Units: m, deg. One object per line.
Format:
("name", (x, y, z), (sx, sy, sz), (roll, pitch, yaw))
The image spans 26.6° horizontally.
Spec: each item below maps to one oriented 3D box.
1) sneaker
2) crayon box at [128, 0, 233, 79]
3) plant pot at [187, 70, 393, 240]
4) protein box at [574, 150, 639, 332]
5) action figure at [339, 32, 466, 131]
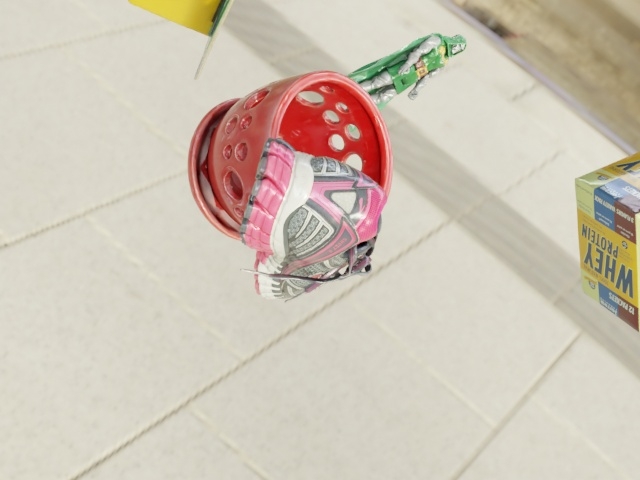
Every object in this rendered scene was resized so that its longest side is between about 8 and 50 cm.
("sneaker", (0.000, 0.000, 1.233), (0.112, 0.120, 0.299), (16, -8, 6))
("crayon box", (-0.071, -0.320, 1.127), (0.083, 0.203, 0.323), (22, 53, -10))
("plant pot", (-0.040, -0.088, 1.533), (0.191, 0.174, 0.191), (2, 87, -42))
("protein box", (0.483, -0.014, 1.908), (0.201, 0.199, 0.136), (-22, 33, -19))
("action figure", (0.133, -0.268, 2.182), (0.063, 0.232, 0.137), (57, -2, 35))
